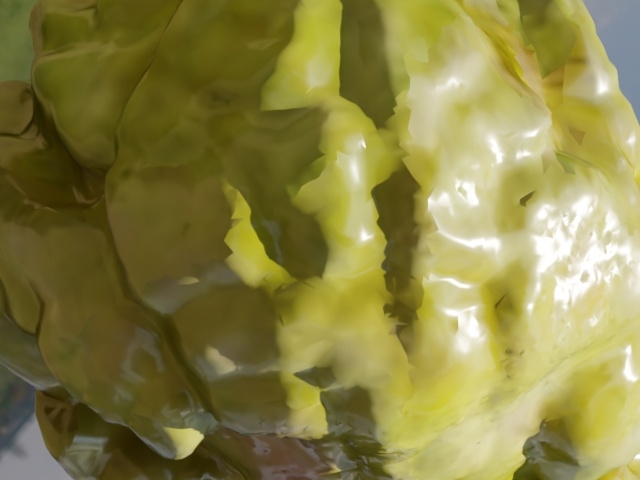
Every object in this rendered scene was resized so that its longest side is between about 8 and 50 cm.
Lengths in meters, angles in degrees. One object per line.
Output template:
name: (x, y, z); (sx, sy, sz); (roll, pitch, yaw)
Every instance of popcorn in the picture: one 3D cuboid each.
popcorn: (0.000, 0.000, 0.466); (0.212, 0.259, 0.259); (-16, -169, 6)
